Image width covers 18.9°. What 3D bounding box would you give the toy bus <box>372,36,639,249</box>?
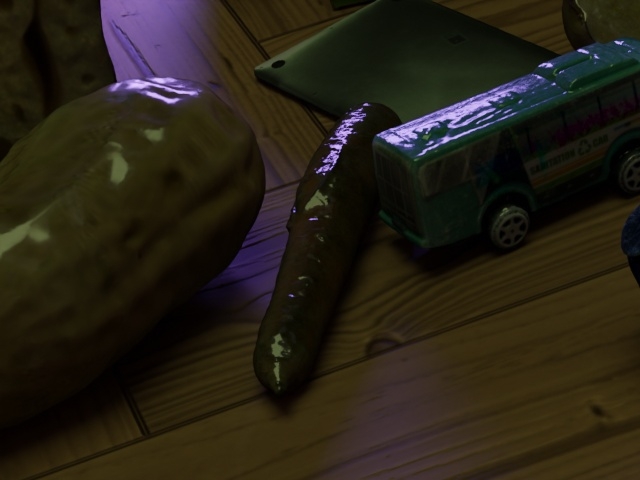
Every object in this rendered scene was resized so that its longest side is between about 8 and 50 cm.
[{"bbox_3d":[0.169,-0.074,1.492,0.261,0.109,0.091,-23,30,-19],"label":"toy bus"}]

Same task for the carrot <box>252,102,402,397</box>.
[{"bbox_3d":[0.000,0.001,1.466,0.070,0.070,0.342,1,37,17],"label":"carrot"}]

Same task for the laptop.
[{"bbox_3d":[0.088,-0.149,1.698,0.187,0.015,0.269,-31,39,-26],"label":"laptop"}]

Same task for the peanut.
[{"bbox_3d":[-0.195,0.008,1.418,0.192,0.169,0.387,13,41,39],"label":"peanut"}]

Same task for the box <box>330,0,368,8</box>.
[{"bbox_3d":[0.146,-0.330,1.805,0.311,0.173,0.043,-13,35,-1],"label":"box"}]

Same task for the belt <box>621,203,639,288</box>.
[{"bbox_3d":[0.301,0.005,1.306,0.190,0.141,0.082,-13,33,2],"label":"belt"}]

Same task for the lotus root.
[{"bbox_3d":[-0.331,-0.154,1.596,0.316,0.316,0.250,-19,20,-11],"label":"lotus root"}]

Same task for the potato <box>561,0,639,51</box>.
[{"bbox_3d":[0.276,-0.162,1.629,0.172,0.089,0.100,28,65,1],"label":"potato"}]
